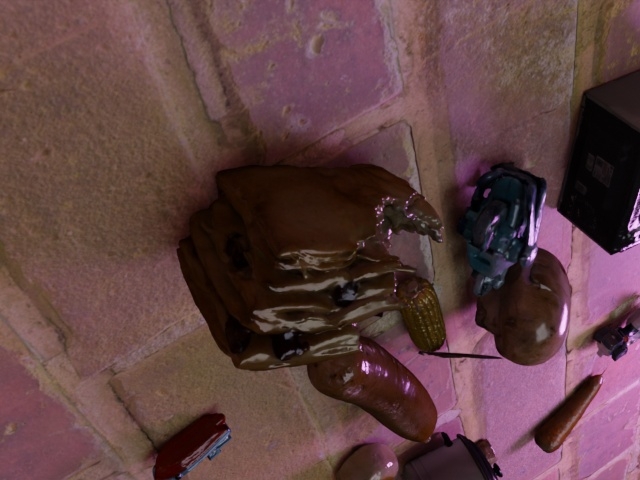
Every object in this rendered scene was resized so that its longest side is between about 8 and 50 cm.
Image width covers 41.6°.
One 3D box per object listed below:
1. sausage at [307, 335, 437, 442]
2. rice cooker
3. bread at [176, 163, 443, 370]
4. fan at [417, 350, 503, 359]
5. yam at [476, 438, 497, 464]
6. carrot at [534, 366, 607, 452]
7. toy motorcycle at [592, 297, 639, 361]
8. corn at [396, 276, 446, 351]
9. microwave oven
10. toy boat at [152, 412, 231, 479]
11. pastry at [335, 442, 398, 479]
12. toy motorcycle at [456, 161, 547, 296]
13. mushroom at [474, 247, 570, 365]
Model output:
[{"bbox_3d":[0.118,0.289,1.663,0.123,0.136,0.501,-20,148,19],"label":"sausage"},{"bbox_3d":[0.336,0.607,2.048,0.227,0.280,0.241,-26,172,-4],"label":"rice cooker"},{"bbox_3d":[0.000,0.000,1.173,0.370,0.314,0.191,-16,127,-20],"label":"bread"},{"bbox_3d":[0.257,0.229,1.678,0.310,0.182,0.010,11,80,-64],"label":"fan"},{"bbox_3d":[0.331,0.623,2.204,0.299,0.066,0.066,-29,140,-11],"label":"yam"},{"bbox_3d":[0.714,0.473,2.364,0.298,0.078,0.078,-53,139,9],"label":"carrot"},{"bbox_3d":[0.813,0.225,2.182,0.221,0.102,0.150,-31,152,-11],"label":"toy motorcycle"},{"bbox_3d":[0.196,0.144,1.631,0.080,0.080,0.238,-33,145,-8],"label":"corn"},{"bbox_3d":[0.609,-0.149,1.600,0.237,0.181,0.295,-23,138,-21],"label":"microwave oven"},{"bbox_3d":[-0.233,0.381,1.520,0.173,0.069,0.059,-38,133,-10],"label":"toy boat"},{"bbox_3d":[0.111,0.536,1.925,0.156,0.092,0.156,-26,147,-19],"label":"pastry"},{"bbox_3d":[0.338,-0.023,1.546,0.206,0.154,0.260,-52,153,-22],"label":"toy motorcycle"},{"bbox_3d":[0.410,0.128,1.692,0.255,0.184,0.255,14,90,-72],"label":"mushroom"}]
